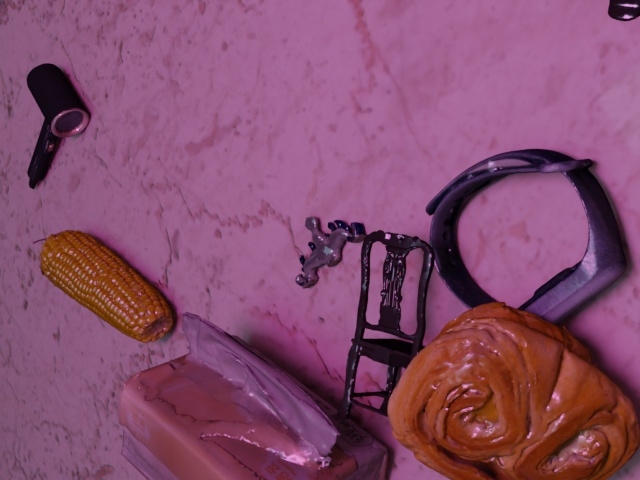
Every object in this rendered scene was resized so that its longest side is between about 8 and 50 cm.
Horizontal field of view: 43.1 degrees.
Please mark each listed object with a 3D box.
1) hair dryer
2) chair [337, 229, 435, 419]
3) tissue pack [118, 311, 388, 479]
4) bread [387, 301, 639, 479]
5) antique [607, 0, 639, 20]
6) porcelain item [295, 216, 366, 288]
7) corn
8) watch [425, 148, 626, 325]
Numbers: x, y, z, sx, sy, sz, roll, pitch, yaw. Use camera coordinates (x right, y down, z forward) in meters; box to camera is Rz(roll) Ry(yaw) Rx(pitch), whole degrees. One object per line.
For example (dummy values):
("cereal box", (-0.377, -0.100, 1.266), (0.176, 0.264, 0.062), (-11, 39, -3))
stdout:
("hair dryer", (-0.510, -0.194, 1.488), (0.128, 0.070, 0.255), (57, 132, 21))
("chair", (0.102, 0.109, 0.943), (0.106, 0.113, 0.229), (12, 92, 40))
("tissue pack", (-0.085, 0.242, 1.041), (0.305, 0.239, 0.238), (30, 115, 36))
("bread", (0.189, 0.172, 0.817), (0.236, 0.120, 0.198), (31, 123, -11))
("antique", (0.389, -0.264, 0.591), (0.322, 0.185, 0.255), (18, 114, 39))
("porcelain item", (0.000, 0.000, 1.076), (0.136, 0.021, 0.075), (-44, 67, 37))
("corn", (-0.363, 0.071, 1.359), (0.305, 0.106, 0.106), (29, 114, 34))
("watch", (0.212, -0.006, 0.856), (0.206, 0.068, 0.193), (-48, 65, 37))
